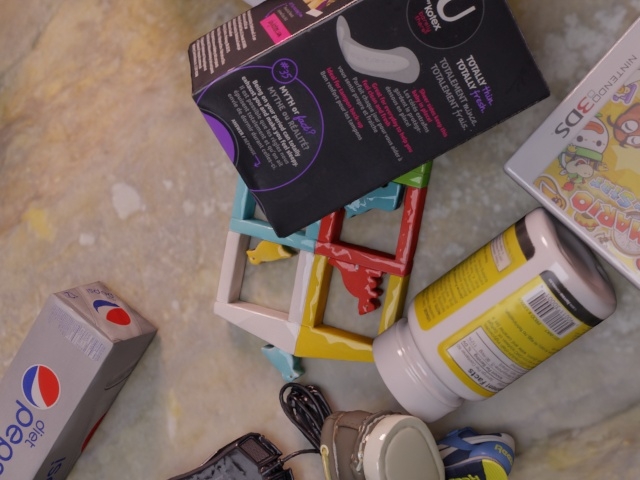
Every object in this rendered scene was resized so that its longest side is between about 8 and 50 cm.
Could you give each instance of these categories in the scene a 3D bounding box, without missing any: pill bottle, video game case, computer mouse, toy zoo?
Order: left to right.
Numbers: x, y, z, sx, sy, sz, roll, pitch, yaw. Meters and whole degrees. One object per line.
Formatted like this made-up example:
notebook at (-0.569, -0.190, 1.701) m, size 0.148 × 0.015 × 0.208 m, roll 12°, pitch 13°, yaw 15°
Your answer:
computer mouse at (-0.058, 0.285, 1.403) m, size 0.262 × 0.060 × 0.184 m, roll -39°, pitch 78°, yaw 9°
toy zoo at (0.000, 0.000, 1.355) m, size 0.192 × 0.030 × 0.293 m, roll 14°, pitch 102°, yaw 19°
pill bottle at (0.156, 0.073, 1.257) m, size 0.208 × 0.119 × 0.119 m, roll -37°, pitch 83°, yaw 21°
video game case at (0.313, -0.065, 1.196) m, size 0.227 × 0.026 × 0.206 m, roll 43°, pitch 91°, yaw 11°

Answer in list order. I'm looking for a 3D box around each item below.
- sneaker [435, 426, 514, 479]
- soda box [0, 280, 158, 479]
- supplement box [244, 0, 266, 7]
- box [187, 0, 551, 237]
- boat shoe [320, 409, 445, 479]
sneaker at (0.129, 0.216, 1.327) m, size 0.144 × 0.059 × 0.053 m, roll -9°, pitch 123°, yaw 39°
soda box at (-0.294, 0.185, 1.457) m, size 0.091 × 0.098 × 0.286 m, roll 37°, pitch 108°, yaw 14°
supplement box at (-0.087, -0.313, 1.303) m, size 0.220 × 0.114 × 0.111 m, roll 36°, pitch 107°, yaw 14°
box at (0.037, -0.151, 1.201) m, size 0.270 × 0.143 × 0.165 m, roll -28°, pitch 116°, yaw 7°
boat shoe at (0.078, 0.292, 1.308) m, size 0.091 × 0.109 × 0.305 m, roll 7°, pitch 124°, yaw 42°
